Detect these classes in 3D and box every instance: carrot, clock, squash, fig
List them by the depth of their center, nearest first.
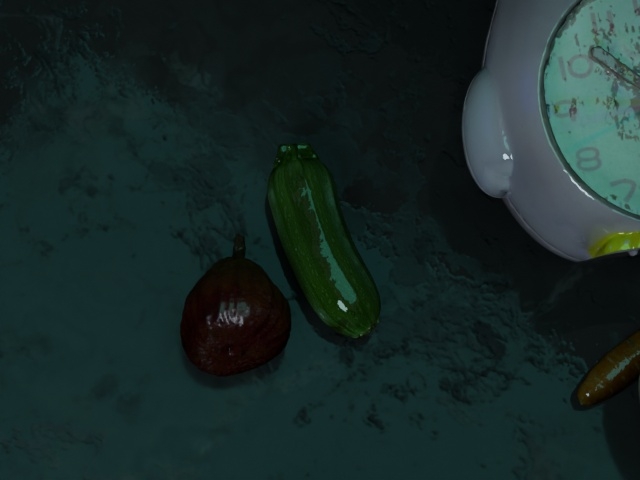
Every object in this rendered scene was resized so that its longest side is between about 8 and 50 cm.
[{"bbox_3d":[-0.090,0.057,1.862,0.119,0.119,0.153,-8,75,-6],"label":"fig"},{"bbox_3d":[0.316,-0.168,1.878,0.368,0.250,0.376,-9,83,-5],"label":"clock"},{"bbox_3d":[0.000,0.000,1.905,0.077,0.068,0.219,-21,79,7],"label":"squash"},{"bbox_3d":[0.321,0.124,1.909,0.139,0.048,0.048,-35,81,-10],"label":"carrot"}]

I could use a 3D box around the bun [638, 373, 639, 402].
[{"bbox_3d":[0.431,0.172,1.861,0.231,0.133,0.231,0,70,0],"label":"bun"}]
